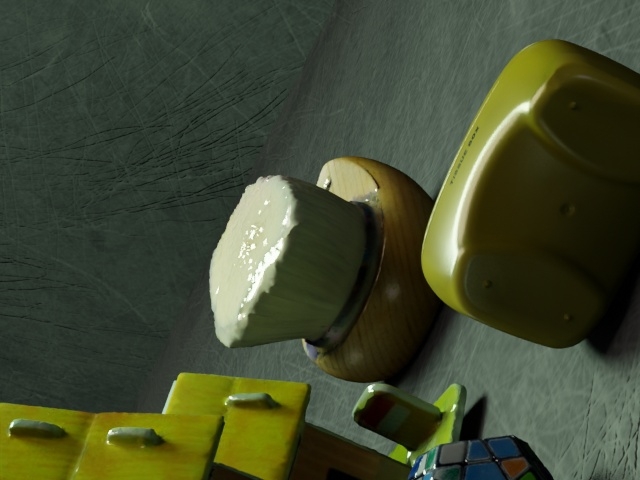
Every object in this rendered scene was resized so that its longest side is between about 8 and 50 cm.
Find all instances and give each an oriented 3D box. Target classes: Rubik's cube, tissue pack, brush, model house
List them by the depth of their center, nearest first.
[{"bbox_3d":[0.093,0.161,1.001,0.111,0.093,0.111,-156,90,-83],"label":"Rubik's cube"},{"bbox_3d":[0.141,-0.031,1.099,0.127,0.123,0.178,-103,37,-75],"label":"tissue pack"},{"bbox_3d":[-0.070,0.170,1.178,0.340,0.324,0.300,124,166,-48],"label":"model house"},{"bbox_3d":[0.000,0.000,1.581,0.174,0.166,0.266,-60,21,28],"label":"brush"}]
